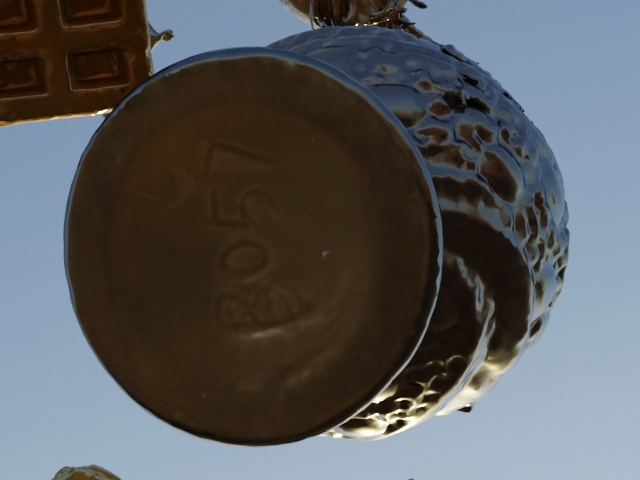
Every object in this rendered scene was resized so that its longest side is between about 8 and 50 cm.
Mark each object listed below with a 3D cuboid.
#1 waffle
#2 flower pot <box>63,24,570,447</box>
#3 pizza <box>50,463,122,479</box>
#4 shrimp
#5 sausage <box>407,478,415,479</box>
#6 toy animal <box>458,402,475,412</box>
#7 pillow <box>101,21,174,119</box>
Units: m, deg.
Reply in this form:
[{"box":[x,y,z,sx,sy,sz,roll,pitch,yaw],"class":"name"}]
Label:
[{"box":[-0.289,-0.182,0.822,0.328,0.098,0.224,-10,-68,-20],"class":"waffle"},{"box":[0.000,0.000,0.673,0.267,0.267,0.266,1,-86,17],"class":"flower pot"},{"box":[-0.265,0.325,1.171,0.034,0.262,0.181,0,-79,36],"class":"pizza"},{"box":[0.066,-0.318,1.549,0.343,0.116,0.145,33,-69,-4],"class":"shrimp"},{"box":[0.127,0.520,1.904,0.086,0.289,0.086,8,-44,7],"class":"sausage"},{"box":[0.128,0.066,1.573,0.251,0.251,0.309,3,-63,-16],"class":"toy animal"},{"box":[-0.291,-0.288,1.535,0.059,0.255,0.169,12,-54,-48],"class":"pillow"}]
